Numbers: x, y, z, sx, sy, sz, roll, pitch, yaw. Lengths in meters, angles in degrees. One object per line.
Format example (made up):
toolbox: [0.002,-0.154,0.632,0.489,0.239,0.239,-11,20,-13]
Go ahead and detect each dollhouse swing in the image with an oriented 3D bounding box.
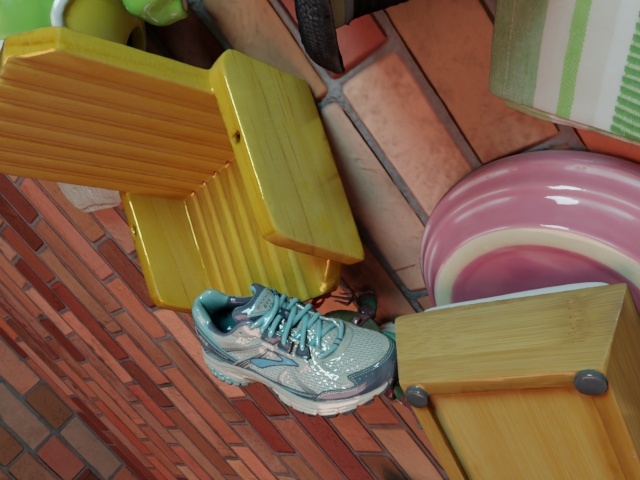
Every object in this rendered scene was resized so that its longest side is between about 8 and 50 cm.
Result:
dollhouse swing: [-0.200,-0.034,0.666,0.347,0.305,0.315,-26,80,48]

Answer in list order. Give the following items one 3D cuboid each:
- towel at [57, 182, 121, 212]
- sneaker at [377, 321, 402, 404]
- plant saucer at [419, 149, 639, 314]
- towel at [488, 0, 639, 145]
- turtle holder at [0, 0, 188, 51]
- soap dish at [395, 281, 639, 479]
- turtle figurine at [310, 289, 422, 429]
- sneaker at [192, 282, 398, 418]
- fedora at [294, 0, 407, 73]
towel: [-0.441,-0.178,0.960,0.187,0.049,0.282,-5,121,40]
sneaker: [0.166,0.207,0.757,0.297,0.129,0.111,18,136,27]
plant saucer: [0.256,0.067,0.595,0.332,0.084,0.332,22,137,22]
towel: [0.265,-0.164,0.358,0.325,0.038,0.247,32,141,38]
turtle holder: [-0.308,-0.278,0.653,0.320,0.243,0.227,-28,127,11]
soap dish: [0.222,0.193,0.550,0.229,0.118,0.290,-15,110,36]
turtle figurine: [0.051,0.147,0.737,0.234,0.175,0.118,17,169,29]
sneaker: [-0.044,0.116,0.637,0.283,0.110,0.122,0,125,32]
fedora: [0.042,-0.289,0.363,0.153,0.334,0.334,-7,127,2]
